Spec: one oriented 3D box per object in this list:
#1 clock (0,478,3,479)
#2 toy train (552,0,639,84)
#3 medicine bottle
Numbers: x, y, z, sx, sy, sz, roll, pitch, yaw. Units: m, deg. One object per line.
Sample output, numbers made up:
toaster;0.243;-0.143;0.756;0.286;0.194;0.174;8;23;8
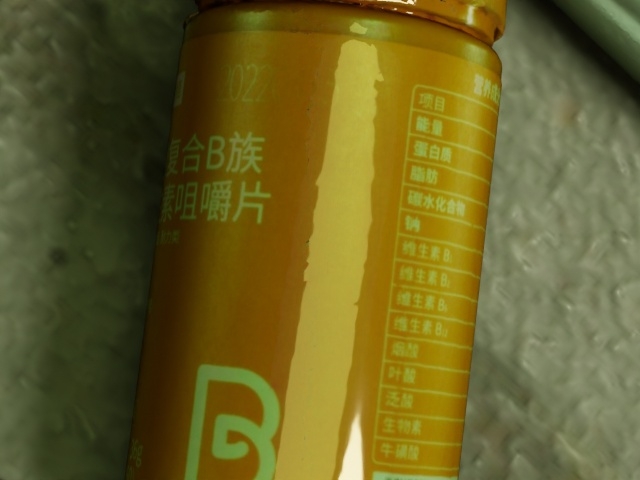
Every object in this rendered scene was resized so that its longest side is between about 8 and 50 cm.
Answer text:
clock;-0.156;0.165;0.480;0.236;0.053;0.236;1;86;-14
toy train;0.104;-0.104;0.534;0.407;0.086;0.088;41;90;-8
medicine bottle;0.000;0.000;0.502;0.096;0.096;0.192;8;86;-12
